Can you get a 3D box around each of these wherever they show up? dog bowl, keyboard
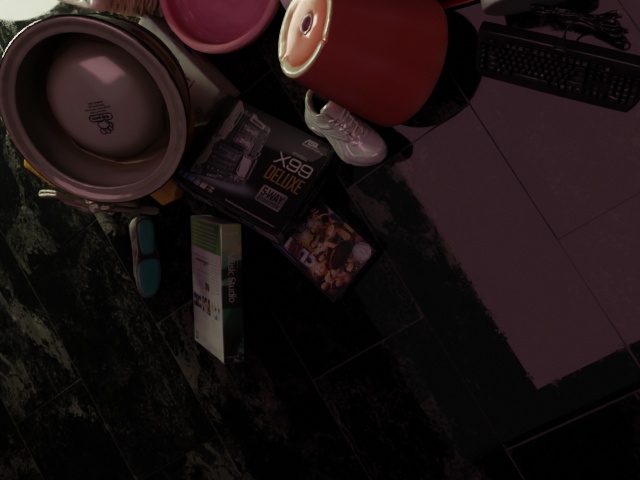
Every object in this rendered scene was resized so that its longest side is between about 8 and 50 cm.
[{"bbox_3d":[-0.458,-0.291,1.553,0.408,0.150,0.408,4,121,7],"label":"dog bowl"},{"bbox_3d":[0.446,-0.351,1.359,0.317,0.033,0.201,20,142,21],"label":"keyboard"}]

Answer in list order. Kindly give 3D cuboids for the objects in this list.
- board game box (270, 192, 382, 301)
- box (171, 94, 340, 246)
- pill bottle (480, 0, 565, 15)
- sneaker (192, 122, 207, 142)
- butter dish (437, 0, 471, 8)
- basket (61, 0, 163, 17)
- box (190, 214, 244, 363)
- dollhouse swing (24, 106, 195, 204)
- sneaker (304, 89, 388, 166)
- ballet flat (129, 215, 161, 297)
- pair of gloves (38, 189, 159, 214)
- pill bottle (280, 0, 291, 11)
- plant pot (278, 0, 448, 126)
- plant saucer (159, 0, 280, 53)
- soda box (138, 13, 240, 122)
[{"bbox_3d":[0.000,0.000,1.677,0.243,0.042,0.165,43,113,14],"label":"board game box"},{"bbox_3d":[-0.146,-0.161,1.642,0.307,0.076,0.242,30,76,20],"label":"box"},{"bbox_3d":[0.354,-0.626,1.313,0.224,0.224,0.392,-9,94,26],"label":"pill bottle"},{"bbox_3d":[-0.335,-0.240,1.791,0.188,0.066,0.071,-6,106,31],"label":"sneaker"},{"bbox_3d":[0.243,-0.547,1.438,0.160,0.118,0.160,-8,95,26],"label":"butter dish"},{"bbox_3d":[-0.526,-0.715,1.701,0.331,0.266,0.328,23,107,22],"label":"basket"},{"bbox_3d":[-0.246,0.107,1.735,0.232,0.058,0.322,16,109,62],"label":"box"},{"bbox_3d":[-0.510,-0.254,1.707,0.305,0.315,0.347,49,134,39],"label":"dollhouse swing"},{"bbox_3d":[0.043,-0.243,1.541,0.232,0.115,0.090,37,78,25],"label":"sneaker"},{"bbox_3d":[-0.458,0.040,1.900,0.068,0.072,0.213,7,101,53],"label":"ballet flat"},{"bbox_3d":[-0.560,-0.087,1.844,0.240,0.204,0.042,7,87,24],"label":"pair of gloves"},{"bbox_3d":[0.040,-0.563,1.518,0.264,0.146,0.146,-27,85,26],"label":"pill bottle"},{"bbox_3d":[0.069,-0.380,1.418,0.275,0.243,0.275,-24,61,53],"label":"plant pot"},{"bbox_3d":[-0.219,-0.594,1.673,0.332,0.084,0.332,4,99,24],"label":"plant saucer"},{"bbox_3d":[-0.329,-0.412,1.747,0.286,0.091,0.098,46,115,13],"label":"soda box"}]
